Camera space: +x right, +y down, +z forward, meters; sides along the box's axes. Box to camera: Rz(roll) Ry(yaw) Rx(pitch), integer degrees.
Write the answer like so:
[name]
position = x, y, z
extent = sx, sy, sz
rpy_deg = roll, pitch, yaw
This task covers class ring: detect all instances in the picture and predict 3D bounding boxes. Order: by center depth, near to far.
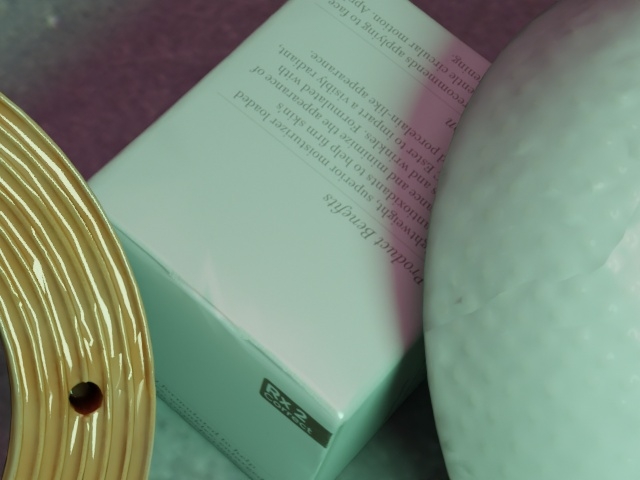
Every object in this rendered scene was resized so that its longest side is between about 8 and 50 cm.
[ring]
position = -0.232, 0.070, 0.598
extent = 0.336, 0.032, 0.337
rpy_deg = -3, 101, -17

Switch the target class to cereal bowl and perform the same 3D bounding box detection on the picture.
[cereal bowl]
position = 0.210, 0.039, 0.644
extent = 0.339, 0.141, 0.339
rpy_deg = 7, 78, -37

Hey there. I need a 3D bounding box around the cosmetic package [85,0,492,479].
[cosmetic package]
position = 0.000, 0.000, 0.717
extent = 0.151, 0.151, 0.183
rpy_deg = 40, 66, 12
